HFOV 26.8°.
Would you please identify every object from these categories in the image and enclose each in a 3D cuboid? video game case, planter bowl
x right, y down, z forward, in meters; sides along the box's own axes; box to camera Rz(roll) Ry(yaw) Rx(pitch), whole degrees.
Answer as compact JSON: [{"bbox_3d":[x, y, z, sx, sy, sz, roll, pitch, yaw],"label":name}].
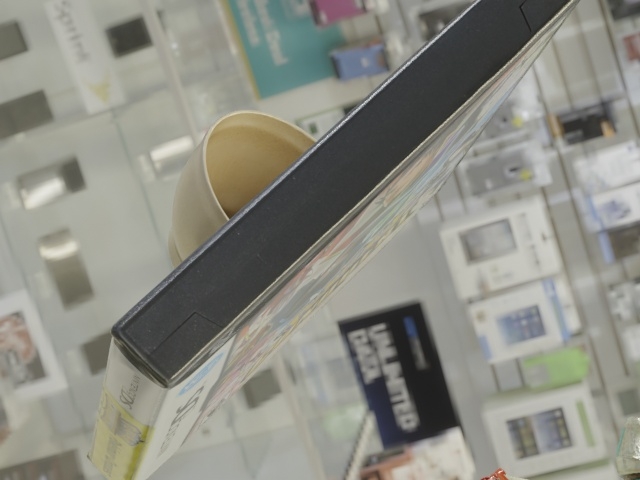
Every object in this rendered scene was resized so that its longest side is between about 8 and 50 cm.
[{"bbox_3d":[0.000,0.000,0.661,0.035,0.275,0.248,44,-22,6],"label":"video game case"},{"bbox_3d":[-0.057,-0.009,1.089,0.162,0.109,0.162,27,41,-27],"label":"planter bowl"}]

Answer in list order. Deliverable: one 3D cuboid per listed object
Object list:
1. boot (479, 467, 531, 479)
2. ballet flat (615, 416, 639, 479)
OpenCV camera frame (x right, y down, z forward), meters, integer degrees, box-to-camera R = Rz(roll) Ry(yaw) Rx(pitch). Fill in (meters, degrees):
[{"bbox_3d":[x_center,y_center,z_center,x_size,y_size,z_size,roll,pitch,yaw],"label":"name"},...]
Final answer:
[{"bbox_3d":[0.156,0.269,1.357,0.059,0.157,0.085,148,-49,-67],"label":"boot"},{"bbox_3d":[0.281,0.148,0.900,0.057,0.168,0.052,123,-25,-66],"label":"ballet flat"}]
